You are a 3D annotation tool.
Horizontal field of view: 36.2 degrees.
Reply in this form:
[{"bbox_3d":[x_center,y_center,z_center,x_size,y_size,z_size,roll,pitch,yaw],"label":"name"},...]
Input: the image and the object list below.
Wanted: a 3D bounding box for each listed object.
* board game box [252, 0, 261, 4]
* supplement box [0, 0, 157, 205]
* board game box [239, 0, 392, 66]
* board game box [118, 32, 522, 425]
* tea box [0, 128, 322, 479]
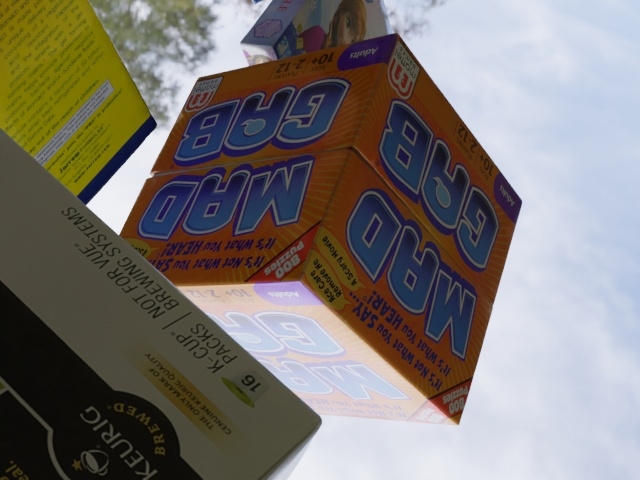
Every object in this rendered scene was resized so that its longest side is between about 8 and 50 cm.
[{"bbox_3d":[-0.128,-0.438,1.289,0.047,0.210,0.160,-28,-120,0],"label":"board game box"},{"bbox_3d":[-0.352,-0.193,1.004,0.194,0.356,0.195,28,-111,27],"label":"supplement box"},{"bbox_3d":[0.016,-0.295,1.596,0.066,0.319,0.318,11,-125,28],"label":"board game box"},{"bbox_3d":[0.000,0.000,1.311,0.356,0.356,0.356,-4,-126,40],"label":"board game box"},{"bbox_3d":[-0.240,0.117,0.456,0.329,0.220,0.323,40,-140,16],"label":"tea box"}]
